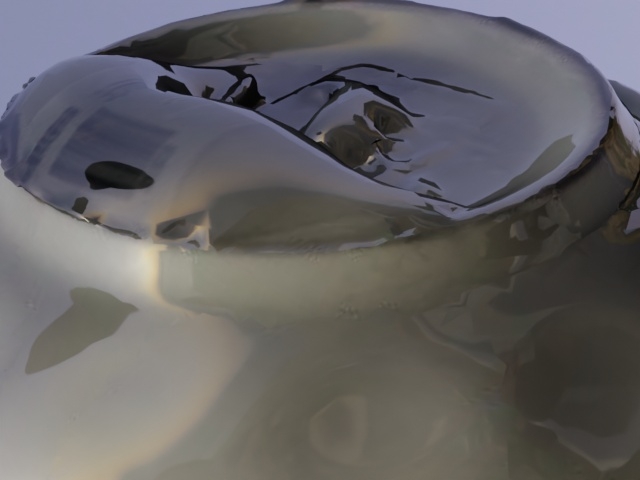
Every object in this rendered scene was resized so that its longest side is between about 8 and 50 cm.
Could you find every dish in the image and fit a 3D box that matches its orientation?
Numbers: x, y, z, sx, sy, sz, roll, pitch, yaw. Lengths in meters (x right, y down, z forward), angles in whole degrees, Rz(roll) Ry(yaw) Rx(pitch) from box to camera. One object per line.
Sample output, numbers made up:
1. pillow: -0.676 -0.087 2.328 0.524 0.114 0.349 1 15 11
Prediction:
1. dish: 0.000 0.000 0.458 0.324 0.324 0.124 -26 -54 -35
